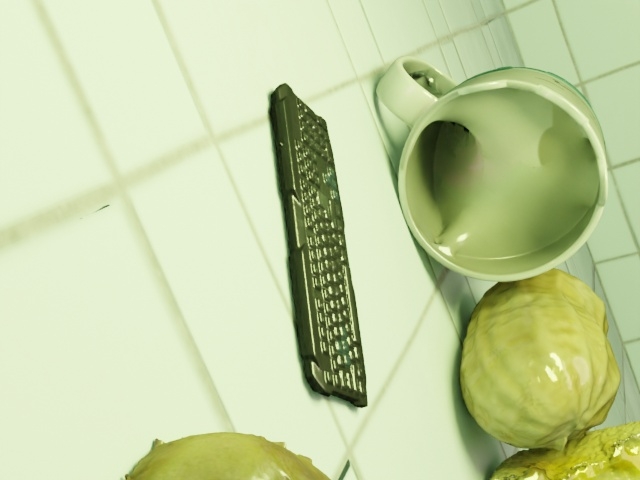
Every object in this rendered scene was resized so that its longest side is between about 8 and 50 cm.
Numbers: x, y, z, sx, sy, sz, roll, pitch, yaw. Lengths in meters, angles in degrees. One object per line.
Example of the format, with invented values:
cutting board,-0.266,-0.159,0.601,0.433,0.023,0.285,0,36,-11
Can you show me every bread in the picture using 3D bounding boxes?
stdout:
bread,0.264,0.301,0.913,0.174,0.251,0.133,71,-21,2

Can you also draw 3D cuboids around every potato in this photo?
potato,-0.028,0.132,0.424,0.101,0.089,0.172,64,25,-12

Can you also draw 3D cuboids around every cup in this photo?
cup,0.194,-0.110,0.986,0.289,0.219,0.257,38,24,4

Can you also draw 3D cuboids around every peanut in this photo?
peanut,0.252,0.120,0.969,0.340,0.174,0.158,-61,159,-64

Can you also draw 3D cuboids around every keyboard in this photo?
keyboard,0.001,0.000,0.680,0.106,0.016,0.262,32,44,-56
